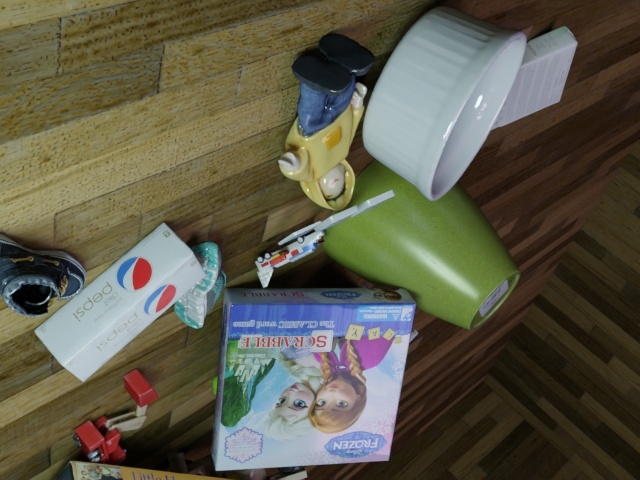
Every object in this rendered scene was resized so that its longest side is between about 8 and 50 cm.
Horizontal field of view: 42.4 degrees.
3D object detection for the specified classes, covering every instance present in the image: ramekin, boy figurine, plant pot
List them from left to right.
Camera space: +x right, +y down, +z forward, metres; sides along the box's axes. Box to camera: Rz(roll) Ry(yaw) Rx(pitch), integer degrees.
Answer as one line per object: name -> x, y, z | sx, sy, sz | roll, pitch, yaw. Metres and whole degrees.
boy figurine -> 0.003, -0.141, 1.150 | 0.177, 0.092, 0.285 | -45, 156, -31
plant pot -> 0.202, 0.016, 1.484 | 0.274, 0.293, 0.275 | -38, 155, -21
ramekin -> 0.181, -0.212, 1.235 | 0.277, 0.135, 0.277 | -51, 163, -23

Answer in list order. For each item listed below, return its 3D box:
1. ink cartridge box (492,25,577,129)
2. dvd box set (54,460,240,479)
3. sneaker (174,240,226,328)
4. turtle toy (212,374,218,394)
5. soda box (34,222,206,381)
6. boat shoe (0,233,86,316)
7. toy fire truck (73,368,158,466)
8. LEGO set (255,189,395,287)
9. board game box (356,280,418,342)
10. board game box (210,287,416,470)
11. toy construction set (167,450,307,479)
ink cartridge box -> 0.386, -0.307, 1.630 | 0.224, 0.056, 0.181 | -22, 152, -10
dvd box set -> -0.311, 0.517, 1.432 | 0.420, 0.062, 0.308 | 20, 119, -38
sneaker -> -0.170, 0.053, 1.216 | 0.076, 0.065, 0.167 | -48, 167, -45
turtle toy -> -0.150, 0.233, 1.492 | 0.066, 0.095, 0.130 | 9, 122, -38
soda box -> -0.257, 0.080, 1.076 | 0.216, 0.069, 0.074 | -42, 156, -14
boat shoe -> -0.310, 0.052, 0.921 | 0.065, 0.083, 0.183 | -49, 157, 3
toy fire truck -> -0.327, 0.301, 1.331 | 0.135, 0.047, 0.192 | -34, 153, -28
LEGO set -> 0.000, 0.000, 1.310 | 0.182, 0.060, 0.244 | -24, 178, -25
board game box -> 0.056, 0.220, 1.649 | 0.232, 0.141, 0.291 | -46, 174, -3
board game box -> -0.016, 0.236, 1.406 | 0.318, 0.066, 0.318 | 0, 112, -15
toy construction set -> -0.177, 0.419, 1.608 | 0.237, 0.257, 0.309 | -10, 118, -37
